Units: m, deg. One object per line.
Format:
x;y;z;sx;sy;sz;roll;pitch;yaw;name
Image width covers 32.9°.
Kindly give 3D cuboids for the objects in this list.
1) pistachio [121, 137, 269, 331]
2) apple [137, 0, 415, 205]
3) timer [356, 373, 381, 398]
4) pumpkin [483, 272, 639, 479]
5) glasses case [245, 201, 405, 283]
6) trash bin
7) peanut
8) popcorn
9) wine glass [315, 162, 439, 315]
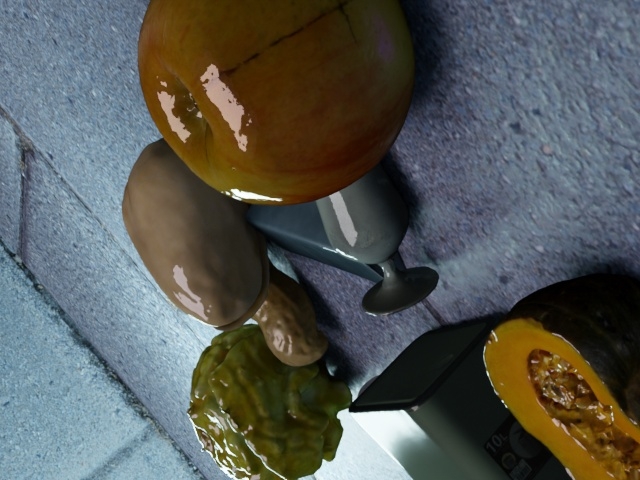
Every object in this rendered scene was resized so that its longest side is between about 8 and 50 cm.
-0.178;-0.015;1.574;0.299;0.187;0.187;62;159;10;pistachio
-0.044;-0.171;1.060;0.286;0.233;0.286;41;154;24;apple
0.119;0.261;1.580;0.136;0.099;0.136;54;166;21;timer
0.305;0.177;1.071;0.317;0.139;0.222;45;154;9;pumpkin
0.000;0.000;1.462;0.266;0.056;0.105;19;141;52;glasses case
0.231;0.275;1.338;0.343;0.158;0.223;47;158;-6;trash bin
-0.088;0.085;1.683;0.263;0.117;0.101;44;-169;9;peanut
-0.089;0.261;1.775;0.282;0.247;0.282;34;150;23;popcorn
0.049;-0.033;1.267;0.103;0.103;0.231;8;129;58;wine glass
